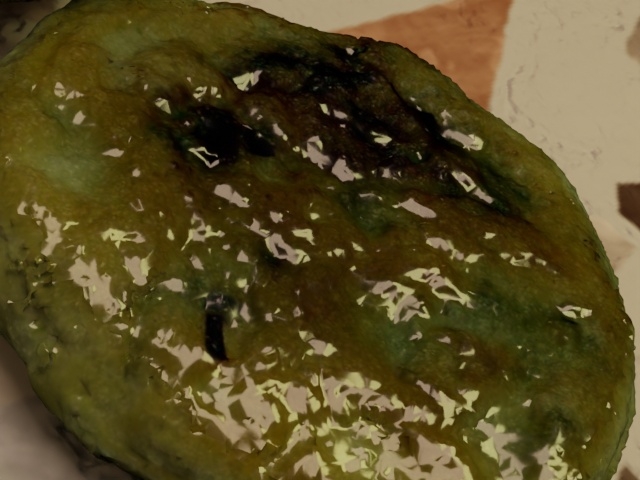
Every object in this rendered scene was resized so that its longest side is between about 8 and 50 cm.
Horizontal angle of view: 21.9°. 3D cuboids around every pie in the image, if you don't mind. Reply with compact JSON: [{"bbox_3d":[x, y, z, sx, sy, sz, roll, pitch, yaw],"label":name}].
[{"bbox_3d":[0.000,0.000,0.708,0.323,0.070,0.323,14,46,-15],"label":"pie"}]

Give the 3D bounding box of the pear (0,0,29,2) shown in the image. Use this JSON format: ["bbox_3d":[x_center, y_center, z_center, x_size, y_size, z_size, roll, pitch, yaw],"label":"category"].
[{"bbox_3d":[-0.144,-0.207,0.734,0.188,0.211,0.228,-40,86,-26],"label":"pear"}]
